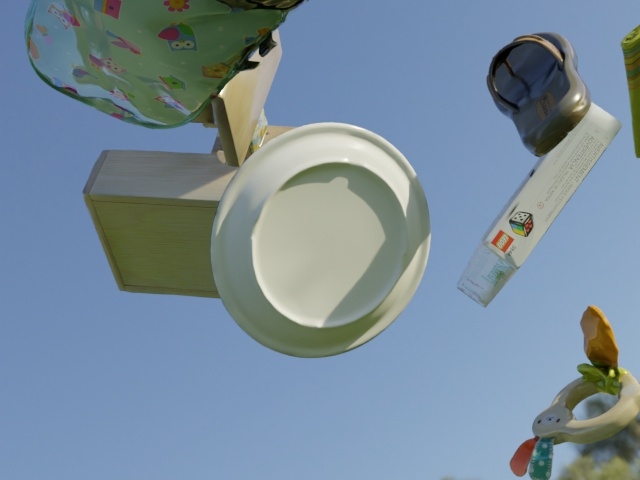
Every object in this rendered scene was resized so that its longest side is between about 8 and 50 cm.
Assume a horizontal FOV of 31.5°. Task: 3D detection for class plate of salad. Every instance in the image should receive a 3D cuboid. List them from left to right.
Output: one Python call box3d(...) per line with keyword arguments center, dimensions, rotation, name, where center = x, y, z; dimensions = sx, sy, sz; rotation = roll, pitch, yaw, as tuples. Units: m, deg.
box3d(center=(0.000, 0.000, 0.951), dimensions=(0.200, 0.048, 0.199), rotation=(-5, -77, -24), name="plate of salad")

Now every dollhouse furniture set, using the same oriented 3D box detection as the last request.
box3d(center=(-0.070, -0.132, 1.294), dimensions=(0.257, 0.394, 0.362), rotation=(4, -42, 13), name="dollhouse furniture set")

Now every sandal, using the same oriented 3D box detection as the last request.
box3d(center=(0.175, -0.137, 0.980), dimensions=(0.090, 0.060, 0.219), rotation=(-50, 14, 23), name="sandal")

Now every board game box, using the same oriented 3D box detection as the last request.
box3d(center=(0.243, -0.031, 1.311), dimensions=(0.193, 0.053, 0.305), rotation=(-53, -8, -7), name="board game box")

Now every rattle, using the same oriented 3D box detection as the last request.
box3d(center=(0.310, 0.204, 1.463), dimensions=(0.200, 0.130, 0.142), rotation=(-28, -53, 2), name="rattle")

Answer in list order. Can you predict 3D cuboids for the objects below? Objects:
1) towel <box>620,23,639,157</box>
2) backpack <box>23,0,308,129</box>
box3d(center=(0.458, -0.218, 1.553), dimensions=(0.102, 0.021, 0.237), rotation=(-37, -39, -9), name="towel")
box3d(center=(-0.081, -0.137, 0.574), dimensions=(0.115, 0.152, 0.182), rotation=(-63, 12, -25), name="backpack")
